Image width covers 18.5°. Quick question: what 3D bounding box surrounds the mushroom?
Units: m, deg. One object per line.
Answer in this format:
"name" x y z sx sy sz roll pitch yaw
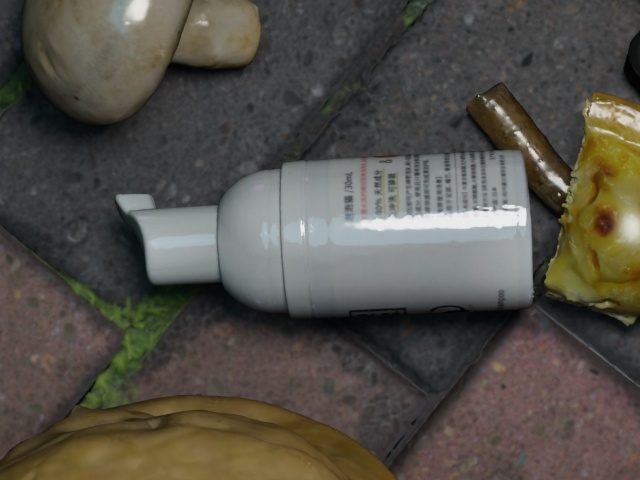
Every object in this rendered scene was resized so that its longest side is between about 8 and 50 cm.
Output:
"mushroom" -0.176 -0.207 1.788 0.206 0.209 0.206 2 94 34

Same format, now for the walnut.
"walnut" -0.116 0.294 1.571 0.383 0.383 0.383 -1 79 4

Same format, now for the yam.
"yam" 0.251 -0.010 1.777 0.327 0.045 0.045 50 126 10

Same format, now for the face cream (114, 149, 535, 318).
"face cream" 0.000 0.000 1.742 0.370 0.145 0.145 -4 79 4

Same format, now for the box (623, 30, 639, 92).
"box" 0.462 -0.162 1.775 0.290 0.073 0.289 -40 79 -4

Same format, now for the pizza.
"pizza" 0.301 -0.013 1.710 0.204 0.080 0.188 20 90 8
